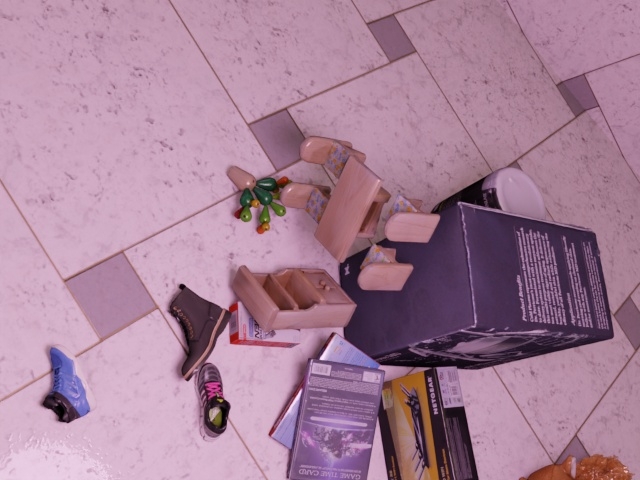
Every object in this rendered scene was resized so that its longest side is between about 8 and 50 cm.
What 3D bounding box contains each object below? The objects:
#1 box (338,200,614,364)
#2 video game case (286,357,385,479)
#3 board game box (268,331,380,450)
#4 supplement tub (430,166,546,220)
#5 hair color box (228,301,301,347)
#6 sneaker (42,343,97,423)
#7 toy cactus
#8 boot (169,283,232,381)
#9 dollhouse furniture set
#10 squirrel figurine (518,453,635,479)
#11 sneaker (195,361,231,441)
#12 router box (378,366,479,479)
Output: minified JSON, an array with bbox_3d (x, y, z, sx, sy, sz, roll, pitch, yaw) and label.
[{"bbox_3d":[0.375,0.143,1.771,0.471,0.480,0.298,10,67,-31],"label":"box"},{"bbox_3d":[0.039,0.424,1.632,0.196,0.026,0.274,13,84,-20],"label":"video game case"},{"bbox_3d":[0.013,0.373,1.651,0.145,0.027,0.281,37,75,-14],"label":"board game box"},{"bbox_3d":[0.450,-0.054,1.999,0.207,0.338,0.207,14,63,-30],"label":"supplement tub"},{"bbox_3d":[-0.132,0.202,1.672,0.167,0.053,0.093,9,65,-33],"label":"hair color box"},{"bbox_3d":[-0.510,0.284,1.373,0.084,0.058,0.152,-29,95,-48],"label":"sneaker"},{"bbox_3d":[-0.157,-0.118,1.780,0.180,0.112,0.219,39,53,9],"label":"toy cactus"},{"bbox_3d":[-0.297,0.202,1.555,0.137,0.077,0.198,36,41,-11],"label":"boot"},{"bbox_3d":[0.000,0.000,1.610,0.256,0.394,0.362,3,32,-40],"label":"dollhouse furniture set"},{"bbox_3d":[0.724,0.759,1.929,0.370,0.281,0.397,51,36,7],"label":"squirrel figurine"},{"bbox_3d":[-0.230,0.347,1.527,0.063,0.075,0.170,7,66,-32],"label":"sneaker"},{"bbox_3d":[0.251,0.479,1.694,0.081,0.243,0.309,4,67,-33],"label":"router box"}]
